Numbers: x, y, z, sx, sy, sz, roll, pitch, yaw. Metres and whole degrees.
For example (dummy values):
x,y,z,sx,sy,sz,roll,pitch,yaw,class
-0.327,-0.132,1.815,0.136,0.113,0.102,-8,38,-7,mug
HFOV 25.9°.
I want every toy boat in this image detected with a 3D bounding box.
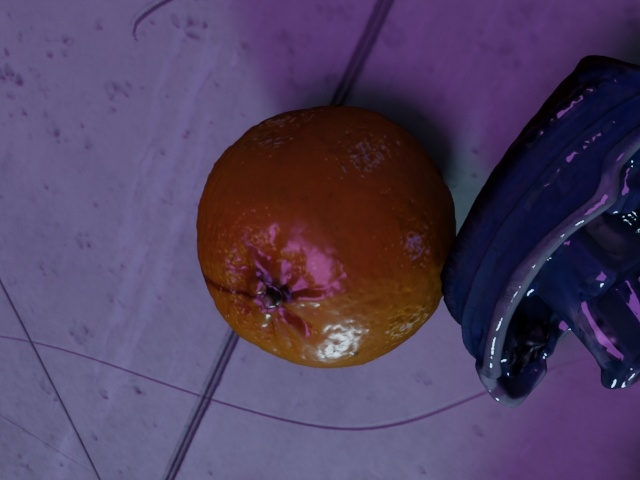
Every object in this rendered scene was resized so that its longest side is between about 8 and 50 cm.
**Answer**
x,y,z,sx,sy,sz,roll,pitch,yaw,class
0.169,0.012,0.868,0.142,0.129,0.309,49,142,22,toy boat

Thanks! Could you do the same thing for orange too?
x,y,z,sx,sy,sz,roll,pitch,yaw,class
0.000,0.000,0.981,0.193,0.161,0.193,18,119,36,orange
